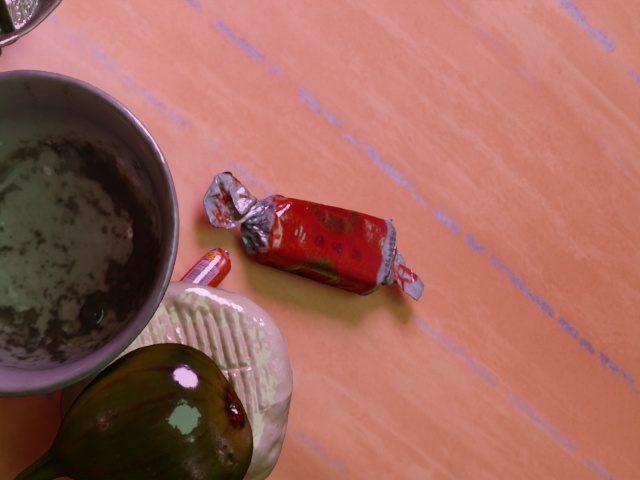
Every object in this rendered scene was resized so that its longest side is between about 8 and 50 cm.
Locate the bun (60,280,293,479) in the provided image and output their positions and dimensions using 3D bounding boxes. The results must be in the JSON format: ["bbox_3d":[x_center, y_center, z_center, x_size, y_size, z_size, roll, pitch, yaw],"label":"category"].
[{"bbox_3d":[-0.137,0.155,1.846,0.229,0.145,0.229,3,75,-11],"label":"bun"}]

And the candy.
[{"bbox_3d":[0.000,0.001,2.033,0.292,0.059,0.086,17,72,-32],"label":"candy"}]

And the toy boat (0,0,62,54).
[{"bbox_3d":[-0.318,-0.213,1.828,0.185,0.071,0.089,-27,98,-36],"label":"toy boat"}]

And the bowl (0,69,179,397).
[{"bbox_3d":[-0.253,-0.001,1.758,0.146,0.289,0.289,35,55,-80],"label":"bowl"}]

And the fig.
[{"bbox_3d":[-0.192,0.184,1.710,0.151,0.259,0.151,-19,90,-80],"label":"fig"}]

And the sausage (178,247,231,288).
[{"bbox_3d":[-0.129,0.051,1.942,0.034,0.034,0.129,52,55,-17],"label":"sausage"}]
